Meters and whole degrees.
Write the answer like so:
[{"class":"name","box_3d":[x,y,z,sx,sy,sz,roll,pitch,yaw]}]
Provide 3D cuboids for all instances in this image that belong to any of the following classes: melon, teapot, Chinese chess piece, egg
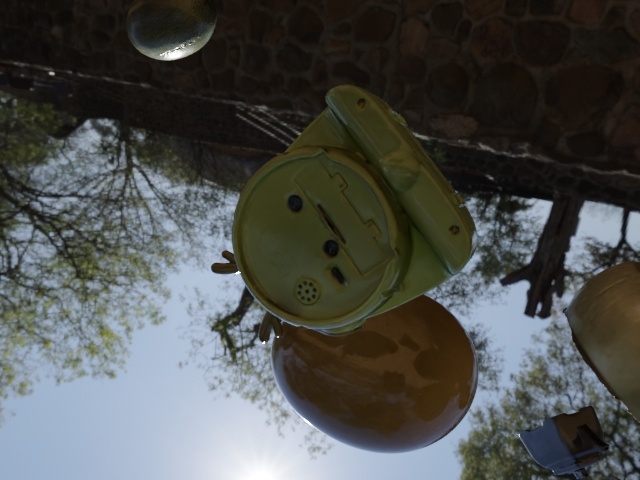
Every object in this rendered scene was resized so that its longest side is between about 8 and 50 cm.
[{"class":"melon","box_3d":[-0.204,-0.301,0.648,0.131,0.097,0.098,-23,-171,18]},{"class":"teapot","box_3d":[0.421,0.353,0.805,0.087,0.177,0.096,-8,-123,-17]},{"class":"Chinese chess piece","box_3d":[0.385,0.137,0.508,0.250,0.103,0.249,32,-151,-20]},{"class":"egg","box_3d":[0.094,0.225,0.872,0.375,0.300,0.301,7,-164,18]}]

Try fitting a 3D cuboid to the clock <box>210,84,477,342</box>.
[{"class":"clock","box_3d":[0.000,0.000,0.546,0.234,0.308,0.096,55,-158,7]}]
